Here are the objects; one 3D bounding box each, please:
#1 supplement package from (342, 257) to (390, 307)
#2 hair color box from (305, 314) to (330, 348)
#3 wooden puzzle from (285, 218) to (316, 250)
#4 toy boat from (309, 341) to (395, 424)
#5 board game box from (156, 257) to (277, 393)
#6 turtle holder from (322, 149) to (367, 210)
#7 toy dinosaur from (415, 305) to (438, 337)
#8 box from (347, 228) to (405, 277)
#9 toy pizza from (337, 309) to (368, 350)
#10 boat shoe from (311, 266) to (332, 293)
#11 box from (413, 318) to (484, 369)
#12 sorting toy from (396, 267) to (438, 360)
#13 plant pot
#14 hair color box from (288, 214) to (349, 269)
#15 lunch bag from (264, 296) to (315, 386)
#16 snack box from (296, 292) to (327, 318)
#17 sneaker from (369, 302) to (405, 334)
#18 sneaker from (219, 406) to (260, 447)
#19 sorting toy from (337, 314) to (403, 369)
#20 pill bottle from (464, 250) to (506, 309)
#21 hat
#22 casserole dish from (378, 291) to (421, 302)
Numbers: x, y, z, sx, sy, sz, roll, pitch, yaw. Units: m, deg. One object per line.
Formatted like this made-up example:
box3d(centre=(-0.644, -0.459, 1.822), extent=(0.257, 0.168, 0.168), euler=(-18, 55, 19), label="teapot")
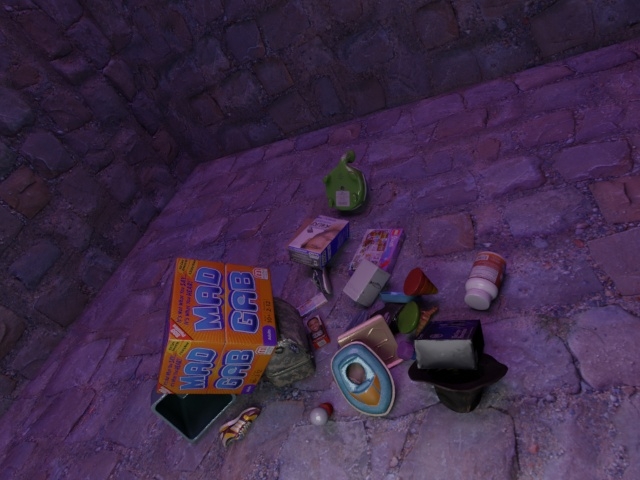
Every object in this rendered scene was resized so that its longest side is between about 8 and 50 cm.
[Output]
box3d(centre=(0.204, 0.187, 1.794), extent=(0.179, 0.105, 0.105), euler=(-58, 39, 3), label="supplement package")
box3d(centre=(-0.013, 0.402, 1.787), extent=(0.072, 0.043, 0.141), euler=(-30, 35, 1), label="hair color box")
box3d(centre=(-0.061, -0.022, 2.339), extent=(0.221, 0.044, 0.238), euler=(8, 54, 40), label="wooden puzzle")
box3d(centre=(0.101, 0.532, 1.421), extent=(0.318, 0.148, 0.267), euler=(-42, 72, 7), label="toy boat")
box3d(centre=(-0.396, 0.332, 1.537), extent=(0.357, 0.356, 0.356), euler=(9, 41, -22), label="board game box")
box3d(centre=(0.149, -0.334, 2.355), extent=(0.243, 0.320, 0.227), euler=(-31, -7, 32), label="turtle holder")
box3d(centre=(0.391, 0.323, 1.589), extent=(0.112, 0.064, 0.211), euler=(11, 52, 40), label="toy dinosaur")
box3d(centre=(0.278, 0.062, 1.986), extent=(0.201, 0.057, 0.293), euler=(0, 45, 35), label="box")
box3d(centre=(0.139, 0.372, 1.655), extent=(0.201, 0.032, 0.201), euler=(-54, 3, 4), label="toy pizza")
box3d(centre=(-0.002, 0.185, 1.998), extent=(0.079, 0.095, 0.254), euler=(-24, 35, 6), label="boat shoe")
box3d(centre=(0.441, 0.346, 1.374), extent=(0.185, 0.103, 0.261), euler=(-11, -2, 26), label="box")
box3d(centre=(0.383, 0.288, 1.549), extent=(0.127, 0.126, 0.365), euler=(-44, 27, 59), label="sorting toy")
box3d(centre=(-0.556, 0.637, 1.724), extent=(0.248, 0.247, 0.252), euler=(-43, 23, -18), label="plant pot")
box3d(centre=(0.000, 0.000, 2.107), extent=(0.185, 0.110, 0.339), euler=(14, 38, 24), label="hair color box")
box3d(centre=(-0.162, 0.410, 1.680), extent=(0.213, 0.255, 0.305), euler=(-21, 36, -2), label="lunch bag")
box3d(centre=(-0.054, 0.318, 1.934), extent=(0.178, 0.022, 0.064), euler=(-33, 37, -5), label="snack box")
box3d(centre=(0.235, 0.359, 1.638), extent=(0.286, 0.109, 0.130), euler=(-38, 26, -23), label="sneaker")
box3d(centre=(-0.306, 0.729, 1.580), extent=(0.186, 0.069, 0.084), euler=(-35, 45, 2), label="sneaker")
box3d(centre=(0.190, 0.405, 1.529), extent=(0.193, 0.208, 0.038), euler=(-29, 9, 1), label="sorting toy")
box3d(centre=(0.636, 0.156, 1.574), extent=(0.121, 0.121, 0.216), euler=(5, 49, 38), label="pill bottle")
box3d(centre=(0.436, 0.461, 1.291), extent=(0.332, 0.133, 0.331), euler=(-7, 0, 0), label="hat")
box3d(centre=(0.337, 0.240, 1.706), extent=(0.189, 0.114, 0.036), euler=(-1, 88, 32), label="casserole dish")
